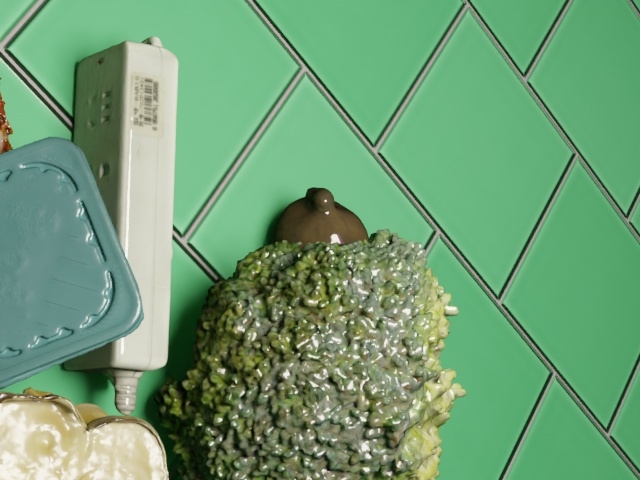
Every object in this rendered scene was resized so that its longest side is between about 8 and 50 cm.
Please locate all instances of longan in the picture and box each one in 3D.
[{"bbox_3d":[0.000,0.000,1.353,0.106,0.106,0.119,-32,132,-39],"label":"longan"}]

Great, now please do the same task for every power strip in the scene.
[{"bbox_3d":[-0.175,-0.017,1.206,0.058,0.098,0.338,8,79,-40],"label":"power strip"}]

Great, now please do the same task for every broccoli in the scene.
[{"bbox_3d":[-0.001,0.140,1.246,0.235,0.288,0.260,-103,168,-48],"label":"broccoli"}]

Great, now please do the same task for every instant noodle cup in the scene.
[{"bbox_3d":[-0.239,0.021,1.115,0.157,0.070,0.179,-22,80,-8],"label":"instant noodle cup"}]

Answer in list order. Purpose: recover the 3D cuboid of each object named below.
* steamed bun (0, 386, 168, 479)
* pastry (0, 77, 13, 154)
[{"bbox_3d":[-0.225,0.222,1.129,0.177,0.106,0.192,11,71,-36],"label":"steamed bun"},{"bbox_3d":[-0.297,-0.124,1.136,0.087,0.063,0.169,-27,101,-43],"label":"pastry"}]
